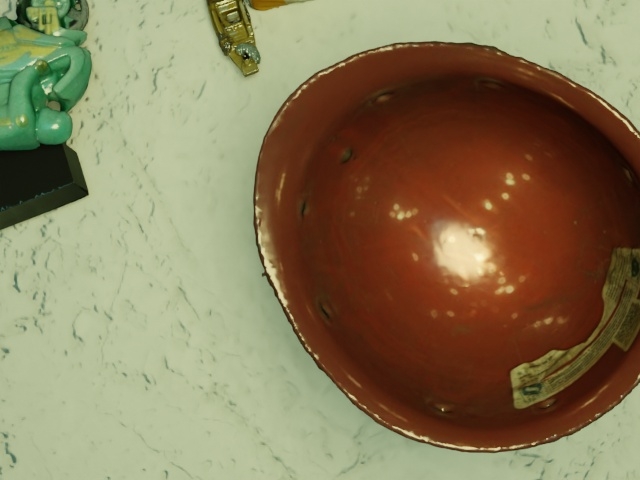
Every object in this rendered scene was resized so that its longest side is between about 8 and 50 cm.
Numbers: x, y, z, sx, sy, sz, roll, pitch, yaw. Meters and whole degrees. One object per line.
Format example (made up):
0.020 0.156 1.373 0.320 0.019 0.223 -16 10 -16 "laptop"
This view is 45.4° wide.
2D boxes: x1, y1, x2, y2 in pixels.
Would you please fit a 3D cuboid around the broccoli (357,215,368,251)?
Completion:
0.000 0.000 0.907 0.162 0.138 0.146 -7 109 30 "broccoli"

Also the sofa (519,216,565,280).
0.301 -0.040 0.947 0.225 0.176 0.210 2 91 -31 "sofa"

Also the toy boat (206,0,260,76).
-0.111 -0.272 0.937 0.047 0.049 0.149 -19 92 -3 "toy boat"

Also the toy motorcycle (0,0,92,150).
-0.380 -0.176 0.888 0.296 0.109 0.198 -31 81 -17 "toy motorcycle"

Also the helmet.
0.141 -0.003 0.759 0.384 0.230 0.338 34 103 13 "helmet"

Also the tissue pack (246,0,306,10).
-0.053 -0.381 0.851 0.124 0.225 0.185 -15 91 -1 "tissue pack"

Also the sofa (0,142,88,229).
-0.365 -0.070 0.932 0.147 0.060 0.085 -23 75 -2 "sofa"
